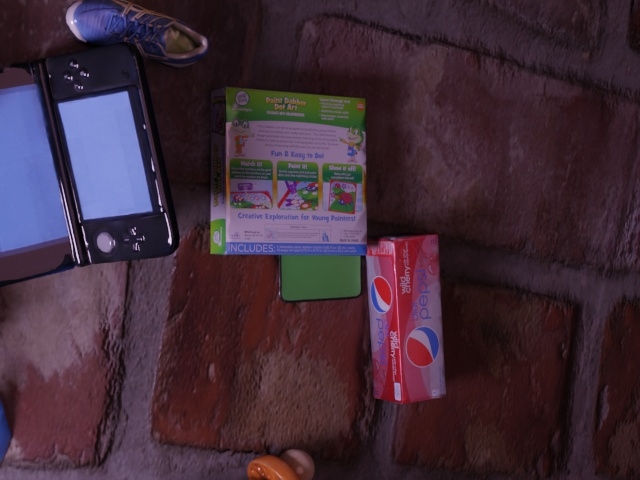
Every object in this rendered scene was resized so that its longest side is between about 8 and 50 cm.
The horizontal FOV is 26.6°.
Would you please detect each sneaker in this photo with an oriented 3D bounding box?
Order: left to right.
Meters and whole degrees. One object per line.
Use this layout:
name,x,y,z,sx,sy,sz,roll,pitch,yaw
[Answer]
sneaker,-0.252,-0.297,1.894,0.211,0.081,0.080,9,88,-30

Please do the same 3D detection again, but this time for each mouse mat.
mouse mat,0.000,0.000,2.099,0.153,0.007,0.189,-2,91,-31

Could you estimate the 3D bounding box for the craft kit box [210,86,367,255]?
craft kit box,-0.046,-0.100,2.035,0.250,0.061,0.246,2,90,-31

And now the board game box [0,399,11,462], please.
board game box,-0.474,0.256,1.783,0.133,0.033,0.168,-46,140,-43

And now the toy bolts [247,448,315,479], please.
toy bolts,-0.019,0.436,2.000,0.158,0.218,0.228,-35,126,-32

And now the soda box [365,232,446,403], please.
soda box,0.135,0.121,2.140,0.092,0.083,0.263,-6,95,-31

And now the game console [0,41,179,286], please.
game console,-0.354,-0.096,1.792,0.173,0.250,0.293,-24,105,-56
